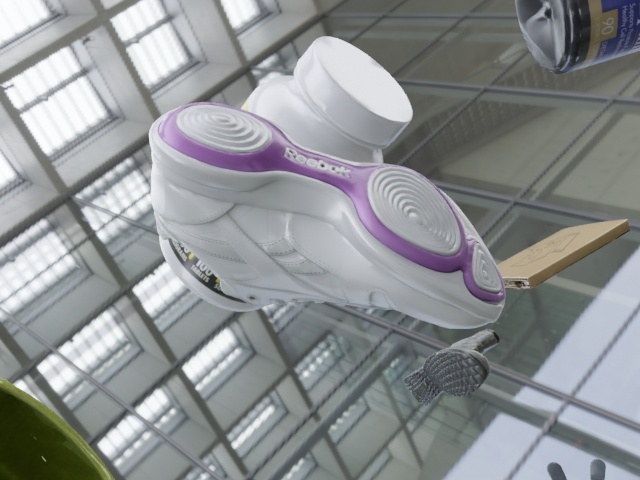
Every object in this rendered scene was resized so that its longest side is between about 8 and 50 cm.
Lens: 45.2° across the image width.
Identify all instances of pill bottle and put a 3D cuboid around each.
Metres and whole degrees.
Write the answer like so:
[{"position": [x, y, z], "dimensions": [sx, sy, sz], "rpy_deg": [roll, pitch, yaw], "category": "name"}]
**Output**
[{"position": [0.305, -0.243, 0.715], "dimensions": [0.219, 0.123, 0.123], "rpy_deg": [-18, -62, -4], "category": "pill bottle"}, {"position": [-0.045, -0.078, 0.951], "dimensions": [0.187, 0.188, 0.334], "rpy_deg": [7, -44, -43], "category": "pill bottle"}]

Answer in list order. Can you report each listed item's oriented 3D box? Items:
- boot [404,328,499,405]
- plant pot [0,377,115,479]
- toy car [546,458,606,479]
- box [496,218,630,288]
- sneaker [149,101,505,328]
[{"position": [0.253, 0.199, 1.337], "dimensions": [0.161, 0.246, 0.083], "rpy_deg": [-33, -96, -26], "category": "boot"}, {"position": [-0.372, 0.327, 0.552], "dimensions": [0.353, 0.367, 0.366], "rpy_deg": [-42, -43, 21], "category": "plant pot"}, {"position": [0.467, 0.480, 1.353], "dimensions": [0.149, 0.154, 0.189], "rpy_deg": [68, -161, -57], "category": "toy car"}, {"position": [0.358, 0.024, 1.208], "dimensions": [0.201, 0.164, 0.021], "rpy_deg": [-27, -85, -18], "category": "box"}, {"position": [0.000, 0.000, 0.630], "dimensions": [0.114, 0.305, 0.152], "rpy_deg": [-57, -10, -48], "category": "sneaker"}]
